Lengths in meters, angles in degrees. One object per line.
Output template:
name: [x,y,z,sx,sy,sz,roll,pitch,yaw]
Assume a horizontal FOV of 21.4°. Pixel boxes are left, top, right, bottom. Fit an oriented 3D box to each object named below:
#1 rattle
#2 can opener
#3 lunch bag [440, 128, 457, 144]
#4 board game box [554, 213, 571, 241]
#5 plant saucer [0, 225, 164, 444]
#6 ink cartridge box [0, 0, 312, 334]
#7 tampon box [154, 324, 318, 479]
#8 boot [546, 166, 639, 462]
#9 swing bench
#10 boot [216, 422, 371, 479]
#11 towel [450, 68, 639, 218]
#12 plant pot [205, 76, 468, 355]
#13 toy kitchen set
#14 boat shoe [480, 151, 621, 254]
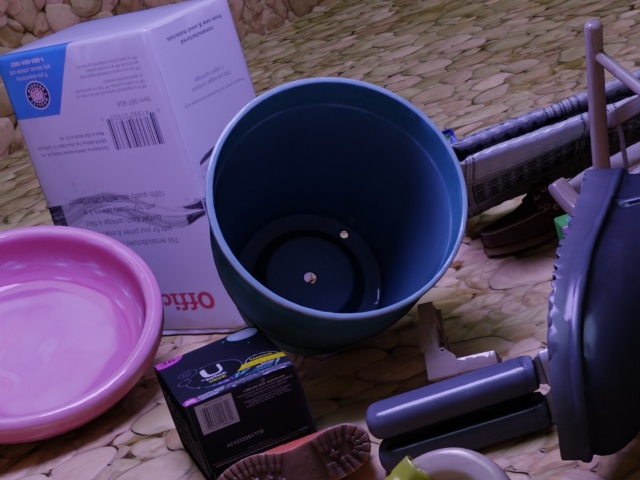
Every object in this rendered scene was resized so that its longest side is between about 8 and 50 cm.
rattle: [0.148,0.249,1.351,0.200,0.143,0.130,8,60,27]
can opener: [0.183,0.151,1.543,0.283,0.076,0.095,-18,16,5]
lunch bag: [0.107,-0.067,2.210,0.151,0.096,0.129,-18,-17,-25]
board game box: [0.405,0.005,1.787,0.242,0.064,0.316,-19,17,-2]
plant saucer: [-0.347,0.121,2.007,0.332,0.084,0.332,-3,44,3]
ink cartridge box: [-0.212,-0.089,2.176,0.285,0.395,0.166,-3,20,40]
tampon box: [-0.085,0.169,1.724,0.120,0.101,0.161,-21,17,-12]
boot: [0.428,0.041,1.409,0.445,0.146,0.367,-1,36,17]
swing bench: [0.400,-0.133,1.767,0.253,0.254,0.165,-27,55,-25]
boot: [-0.024,0.217,1.608,0.158,0.059,0.084,-21,-1,5]
towel: [0.306,-0.113,2.042,0.324,0.056,0.312,-22,-13,1]
plant pot: [0.000,0.000,1.843,0.272,0.271,0.255,-24,-17,-17]
toy kitchen set: [0.147,0.107,1.745,0.075,0.083,0.068,-14,-24,14]
boat shoe: [0.287,-0.046,2.068,0.207,0.073,0.073,-22,18,-8]
